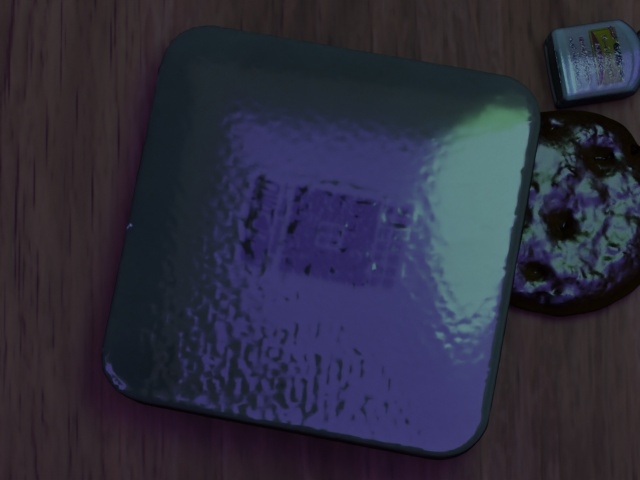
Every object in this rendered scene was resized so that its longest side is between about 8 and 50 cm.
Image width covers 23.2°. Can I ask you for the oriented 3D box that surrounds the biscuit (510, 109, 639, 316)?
[{"bbox_3d":[0.235,-0.029,1.523,0.212,0.036,0.212,0,83,-1],"label":"biscuit"}]

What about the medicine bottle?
[{"bbox_3d":[0.285,-0.176,1.532,0.118,0.055,0.074,-8,83,-3],"label":"medicine bottle"}]

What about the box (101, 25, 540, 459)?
[{"bbox_3d":[0.000,0.000,1.473,0.373,0.090,0.367,11,82,6],"label":"box"}]
